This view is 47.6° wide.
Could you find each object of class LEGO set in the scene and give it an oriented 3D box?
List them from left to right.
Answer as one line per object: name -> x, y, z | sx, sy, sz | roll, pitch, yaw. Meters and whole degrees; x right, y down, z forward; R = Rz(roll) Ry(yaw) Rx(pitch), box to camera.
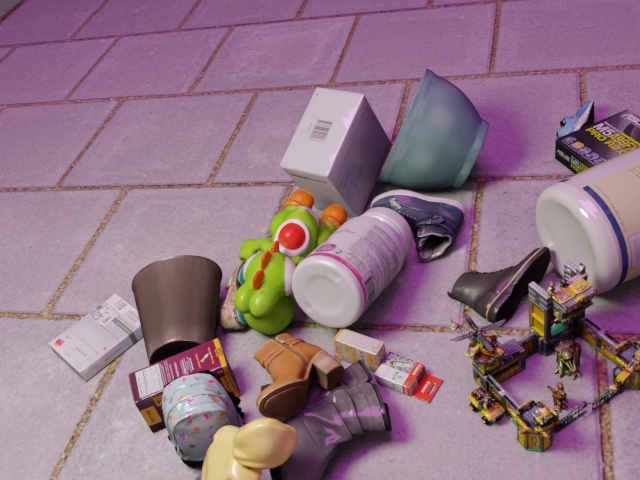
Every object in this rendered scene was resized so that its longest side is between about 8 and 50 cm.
LEGO set -> 0.411, 0.185, 1.269 | 0.331, 0.192, 0.255 | -22, 41, -8

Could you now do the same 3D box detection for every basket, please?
basket -> -0.302, 0.166, 1.543 | 0.204, 0.154, 0.227 | -14, 44, 1

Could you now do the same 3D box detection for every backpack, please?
backpack -> -0.211, 0.321, 1.309 | 0.152, 0.182, 0.115 | -25, 41, -13

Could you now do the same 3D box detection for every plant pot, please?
plant pot -> 0.285, -0.242, 1.759 | 0.196, 0.293, 0.293 | 23, 48, 1

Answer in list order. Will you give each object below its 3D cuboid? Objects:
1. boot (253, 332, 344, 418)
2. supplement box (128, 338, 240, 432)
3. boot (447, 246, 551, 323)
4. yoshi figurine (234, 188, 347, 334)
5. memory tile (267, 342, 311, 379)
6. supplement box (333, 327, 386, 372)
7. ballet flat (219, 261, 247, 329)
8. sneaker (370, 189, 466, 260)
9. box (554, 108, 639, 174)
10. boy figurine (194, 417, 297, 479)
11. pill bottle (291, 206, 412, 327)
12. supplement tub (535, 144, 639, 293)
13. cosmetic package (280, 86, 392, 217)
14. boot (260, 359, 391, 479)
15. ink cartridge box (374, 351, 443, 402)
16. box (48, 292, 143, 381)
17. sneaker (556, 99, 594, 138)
boot -> -0.074, 0.239, 1.309 | 0.197, 0.073, 0.152 | -16, 32, -43
supplement box -> -0.266, 0.284, 1.426 | 0.188, 0.104, 0.081 | -22, 41, -8
boot -> 0.367, 0.069, 1.496 | 0.198, 0.077, 0.137 | -43, 42, -18
yoshi figurine -> -0.078, 0.063, 1.585 | 0.204, 0.203, 0.362 | -18, 26, 40
memory tile -> -0.056, 0.239, 1.432 | 0.113, 0.012, 0.148 | -14, 12, -13
supplement box -> 0.079, 0.218, 1.431 | 0.098, 0.062, 0.036 | 15, 48, 31
ballet flat -> -0.189, 0.118, 1.625 | 0.067, 0.073, 0.206 | -21, 32, 23
sneaker -> 0.207, -0.036, 1.664 | 0.226, 0.086, 0.163 | 6, 42, 21
box -> 0.723, -0.194, 1.710 | 0.216, 0.060, 0.270 | -23, 41, -9
boy figurine -> -0.144, 0.373, 1.172 | 0.285, 0.092, 0.177 | -53, 32, 22
pill bottle -> 0.077, 0.046, 1.521 | 0.160, 0.160, 0.283 | 12, 32, 28
supplement tub -> 0.627, -0.057, 1.448 | 0.325, 0.235, 0.235 | -23, 41, -10
cosmetic package -> 0.046, -0.207, 1.752 | 0.138, 0.224, 0.224 | 16, 73, 29
boot -> 0.022, 0.345, 1.261 | 0.223, 0.118, 0.338 | -14, 39, -1
ink cartridge box -> 0.168, 0.260, 1.382 | 0.115, 0.029, 0.063 | 17, 49, 32
box -> -0.492, 0.213, 1.626 | 0.145, 0.038, 0.186 | 26, 54, 38
sneaker -> 0.655, -0.311, 1.863 | 0.073, 0.063, 0.162 | 15, 48, 34
